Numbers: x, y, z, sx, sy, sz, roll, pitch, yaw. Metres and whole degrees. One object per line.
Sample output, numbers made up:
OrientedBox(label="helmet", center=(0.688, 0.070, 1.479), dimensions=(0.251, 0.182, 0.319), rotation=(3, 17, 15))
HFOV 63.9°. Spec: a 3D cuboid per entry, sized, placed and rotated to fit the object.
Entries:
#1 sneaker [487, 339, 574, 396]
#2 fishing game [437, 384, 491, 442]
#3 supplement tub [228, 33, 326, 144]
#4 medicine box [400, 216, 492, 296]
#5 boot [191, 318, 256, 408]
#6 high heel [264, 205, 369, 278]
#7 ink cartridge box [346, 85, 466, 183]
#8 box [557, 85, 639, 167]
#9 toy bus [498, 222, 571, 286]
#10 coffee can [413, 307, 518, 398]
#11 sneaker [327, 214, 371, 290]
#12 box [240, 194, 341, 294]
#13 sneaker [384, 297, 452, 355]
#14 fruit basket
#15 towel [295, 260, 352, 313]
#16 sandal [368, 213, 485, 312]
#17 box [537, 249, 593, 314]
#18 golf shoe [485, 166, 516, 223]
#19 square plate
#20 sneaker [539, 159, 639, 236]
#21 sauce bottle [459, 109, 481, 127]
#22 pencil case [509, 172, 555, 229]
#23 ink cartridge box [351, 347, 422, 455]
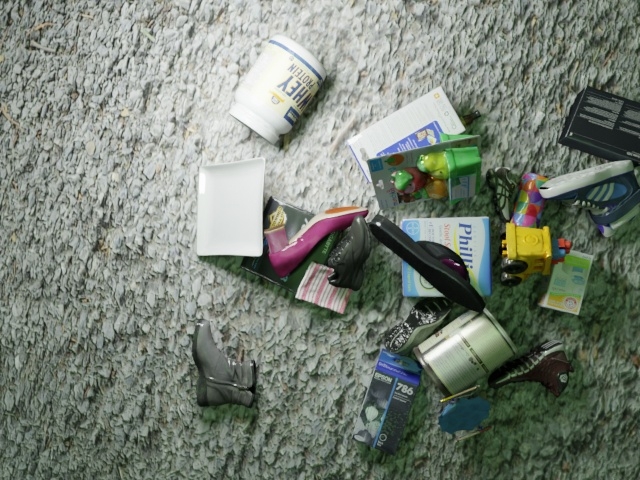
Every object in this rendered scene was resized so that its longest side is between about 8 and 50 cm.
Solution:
OrientedBox(label="sneaker", center=(0.714, 0.465, 1.704), dimensions=(0.281, 0.106, 0.163), rotation=(-30, 86, 6))
OrientedBox(label="fishing game", center=(0.473, 0.577, 1.706), dimensions=(0.189, 0.041, 0.264), rotation=(-26, 126, 5))
OrientedBox(label="supplement tub", center=(-0.157, -0.531, 1.829), dimensions=(0.235, 0.235, 0.325), rotation=(35, 94, 9))
OrientedBox(label="medicine box", center=(0.424, 0.057, 1.747), dimensions=(0.289, 0.149, 0.264), rotation=(-2, 87, 10))
OrientedBox(label="boot", center=(-0.344, 0.447, 1.889), dimensions=(0.222, 0.118, 0.339), rotation=(-4, 98, 6))
OrientedBox(label="high heel", center=(0.000, 0.000, 1.790), dimensions=(0.376, 0.127, 0.182), rotation=(-15, 105, 6))
OrientedBox(label="ink cartridge box", center=(0.291, -0.356, 1.764), dimensions=(0.370, 0.069, 0.176), rotation=(-28, 84, 8))
OrientedBox(label="box", center=(0.960, -0.373, 1.701), dimensions=(0.261, 0.103, 0.185), rotation=(22, 89, 9))
OrientedBox(label="toy bus", center=(0.686, 0.051, 1.650), dimensions=(0.211, 0.220, 0.150), rotation=(-1, 57, 15))
OrientedBox(label="coffee can", center=(0.476, 0.365, 1.697), dimensions=(0.275, 0.201, 0.202), rotation=(-37, 82, 6))
OrientedBox(label="sneaker", center=(0.094, 0.048, 1.737), dimensions=(0.130, 0.109, 0.287), rotation=(4, 115, -11))
OrientedBox(label="box", center=(-0.104, 0.026, 1.879), dimensions=(0.293, 0.073, 0.296), rotation=(25, 93, 10))
OrientedBox(label="sneaker", center=(0.344, 0.296, 1.777), dimensions=(0.271, 0.108, 0.100), rotation=(-41, 46, 8))
OrientedBox(label="fruit basket", center=(0.349, -0.204, 1.689), dimensions=(0.352, 0.327, 0.166), rotation=(-16, 61, 6))
OrientedBox(label="towel", center=(0.024, 0.169, 1.826), dimensions=(0.196, 0.029, 0.144), rotation=(22, 91, -21))
OrientedBox(label="sandal", center=(0.352, 0.052, 1.610), dimensions=(0.445, 0.167, 0.107), rotation=(41, 77, 9))
OrientedBox(label="box", center=(0.809, 0.134, 1.701), dimensions=(0.114, 0.103, 0.203), rotation=(15, 90, 10))
OrientedBox(label="golf shoe", center=(0.634, -0.159, 1.759), dimensions=(0.093, 0.077, 0.198), rotation=(-13, 86, 8))
OrientedBox(label="square plate", center=(-0.323, -0.114, 1.873), dimensions=(0.347, 0.049, 0.345), rotation=(0, 86, 37))
OrientedBox(label="sneaker", center=(0.883, -0.109, 1.658), dimensions=(0.322, 0.130, 0.237), rotation=(-17, 101, -6))
OrientedBox(label="sauce bottle", center=(0.503, -0.416, 1.811), dimensions=(0.128, 0.042, 0.042), rotation=(-28, 83, 5))
OrientedBox(label="pencil case", center=(0.710, -0.113, 1.734), dimensions=(0.104, 0.104, 0.237), rotation=(18, 92, 10))
OrientedBox(label="ink cartridge box", center=(0.237, 0.563, 1.800), dimensions=(0.165, 0.065, 0.333), rotation=(18, 89, 10))
